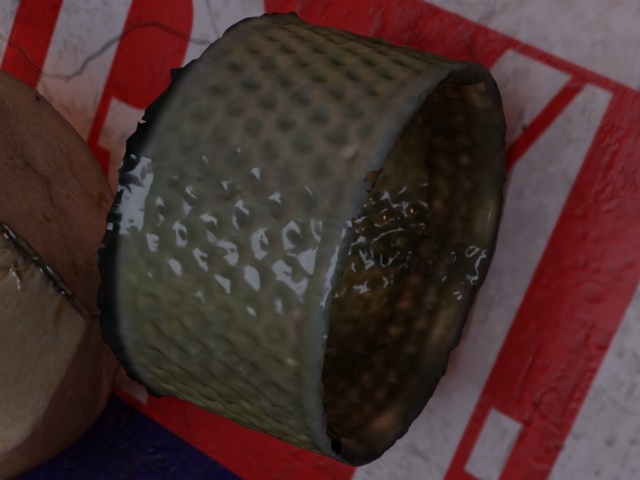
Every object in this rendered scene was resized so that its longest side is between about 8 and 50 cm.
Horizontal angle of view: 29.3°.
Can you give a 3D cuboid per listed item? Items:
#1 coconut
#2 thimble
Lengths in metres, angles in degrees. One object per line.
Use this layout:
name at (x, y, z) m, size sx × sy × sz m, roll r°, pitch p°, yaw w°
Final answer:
coconut at (-0.338, 0.050, 0.925) m, size 0.360 × 0.346 × 0.346 m, roll -31°, pitch 79°, yaw 18°
thimble at (0.000, 0.000, 0.779) m, size 0.150 × 0.271 × 0.271 m, roll 18°, pitch 103°, yaw 25°
